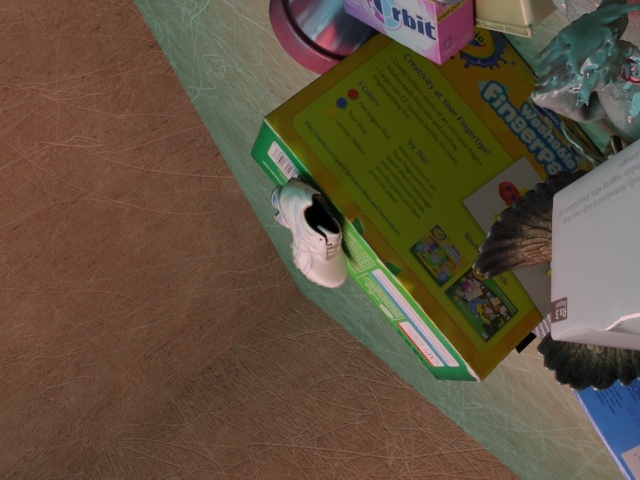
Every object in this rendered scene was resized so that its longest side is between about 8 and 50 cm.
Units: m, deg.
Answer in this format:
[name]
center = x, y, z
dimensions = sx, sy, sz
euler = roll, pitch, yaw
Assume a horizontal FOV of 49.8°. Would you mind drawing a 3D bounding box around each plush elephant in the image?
[plush elephant]
center = 0.312, -0.198, 0.593
dimensions = 0.272, 0.330, 0.255
euler = 31, 175, 36

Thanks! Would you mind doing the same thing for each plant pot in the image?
[plant pot]
center = 0.043, -0.385, 1.077
dimensions = 0.201, 0.201, 0.180
euler = 51, 150, -3

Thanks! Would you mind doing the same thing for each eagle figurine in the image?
[eagle figurine]
center = 0.339, 0.004, 0.825
dimensions = 0.226, 0.298, 0.225
euler = 21, 130, 24

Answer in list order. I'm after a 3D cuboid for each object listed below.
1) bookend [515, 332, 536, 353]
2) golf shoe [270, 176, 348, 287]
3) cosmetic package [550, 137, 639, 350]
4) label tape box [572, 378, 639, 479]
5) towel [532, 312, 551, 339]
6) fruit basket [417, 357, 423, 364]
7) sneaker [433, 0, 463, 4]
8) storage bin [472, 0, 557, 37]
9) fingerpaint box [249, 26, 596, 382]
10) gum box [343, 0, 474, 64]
[bookend]
center = 0.398, 0.157, 1.583
dimensions = 0.156, 0.072, 0.157
euler = 57, 165, -26
[golf shoe]
center = 0.000, 0.000, 0.908
dimensions = 0.086, 0.069, 0.176
euler = 16, 144, 52
[cosmetic package]
center = 0.416, 0.026, 0.578
dimensions = 0.385, 0.156, 0.217
euler = 9, 166, -6
[label tape box]
center = 0.562, 0.352, 1.155
dimensions = 0.334, 0.106, 0.240
euler = 32, -152, -53
[towel]
center = 0.446, 0.117, 1.231
dimensions = 0.235, 0.121, 0.283
euler = 37, 161, 45
[fruit basket]
center = 0.184, 0.014, 1.302
dimensions = 0.392, 0.283, 0.392
euler = -18, -90, -82
[sneaker]
center = 0.150, -0.314, 0.594
dimensions = 0.104, 0.125, 0.261
euler = 19, 134, -8
[storage bin]
center = 0.163, -0.394, 0.787
dimensions = 0.260, 0.123, 0.262
euler = 35, 160, 48
[fingerpaint box]
center = 0.183, -0.085, 1.007
dimensions = 0.445, 0.371, 0.163
euler = 50, 164, -1
[gum box]
center = 0.095, -0.307, 0.837
dimensions = 0.188, 0.062, 0.107
euler = 40, 163, 34
